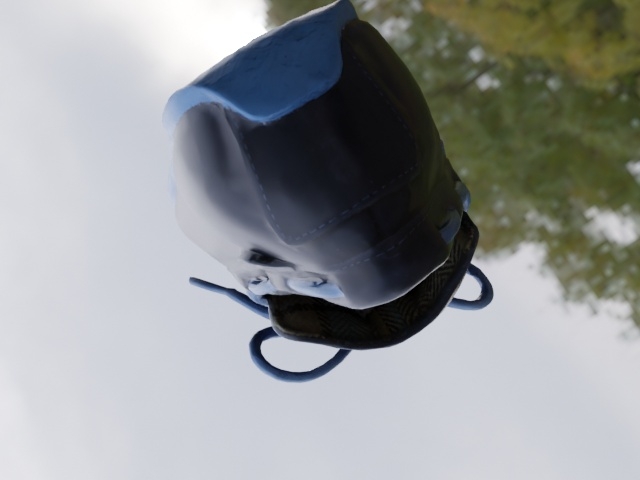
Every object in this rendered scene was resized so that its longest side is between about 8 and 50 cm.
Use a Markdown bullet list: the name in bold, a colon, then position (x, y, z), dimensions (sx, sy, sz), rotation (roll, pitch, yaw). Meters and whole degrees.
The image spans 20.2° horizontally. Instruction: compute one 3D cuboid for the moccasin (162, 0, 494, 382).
- **moccasin**: position (0.000, 0.000, 0.760), dimensions (0.117, 0.138, 0.342), rotation (60, -175, 6)
